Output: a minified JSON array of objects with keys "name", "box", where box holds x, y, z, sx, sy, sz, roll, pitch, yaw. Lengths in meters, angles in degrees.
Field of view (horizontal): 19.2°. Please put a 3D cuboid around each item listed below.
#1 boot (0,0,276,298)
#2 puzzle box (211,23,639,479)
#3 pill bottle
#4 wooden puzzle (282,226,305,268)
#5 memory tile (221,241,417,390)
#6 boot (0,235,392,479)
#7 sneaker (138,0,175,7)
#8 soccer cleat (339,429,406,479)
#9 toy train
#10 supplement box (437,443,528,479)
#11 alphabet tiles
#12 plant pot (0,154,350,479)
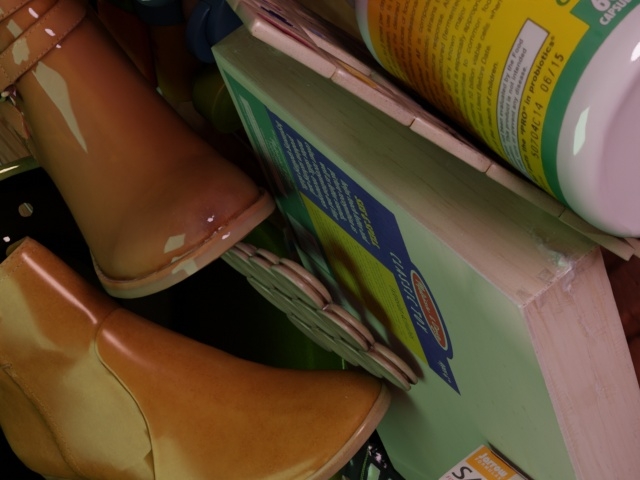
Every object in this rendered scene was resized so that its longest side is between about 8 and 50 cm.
[{"name":"boot","box":[-0.137,-0.095,1.107,0.220,0.109,0.283,62,173,-22]},{"name":"puzzle box","box":[0.089,0.078,1.065,0.272,0.052,0.409,43,163,41]},{"name":"pill bottle","box":[0.088,-0.100,0.810,0.208,0.117,0.118,42,154,40]},{"name":"wooden puzzle","box":[0.000,0.000,1.257,0.006,0.049,0.083,40,153,46]},{"name":"memory tile","box":[-0.006,0.039,1.095,0.113,0.012,0.148,44,170,-23]},{"name":"boot","box":[-0.115,0.080,1.183,0.295,0.104,0.211,-24,111,43]},{"name":"sneaker","box":[-0.066,-0.237,0.928,0.099,0.153,0.282,44,155,35]},{"name":"soccer cleat","box":[0.058,0.161,1.327,0.072,0.060,0.179,-30,103,41]},{"name":"toy train","box":[-0.099,-0.116,1.278,0.143,0.105,0.248,32,150,26]},{"name":"supplement box","box":[0.107,0.166,1.029,0.062,0.036,0.098,37,159,49]},{"name":"alphabet tiles","box":[0.051,-0.060,0.876,0.237,0.009,0.198,30,-170,-19]},{"name":"plant pot","box":[-0.193,0.087,1.479,0.366,0.366,0.353,65,171,-15]}]
